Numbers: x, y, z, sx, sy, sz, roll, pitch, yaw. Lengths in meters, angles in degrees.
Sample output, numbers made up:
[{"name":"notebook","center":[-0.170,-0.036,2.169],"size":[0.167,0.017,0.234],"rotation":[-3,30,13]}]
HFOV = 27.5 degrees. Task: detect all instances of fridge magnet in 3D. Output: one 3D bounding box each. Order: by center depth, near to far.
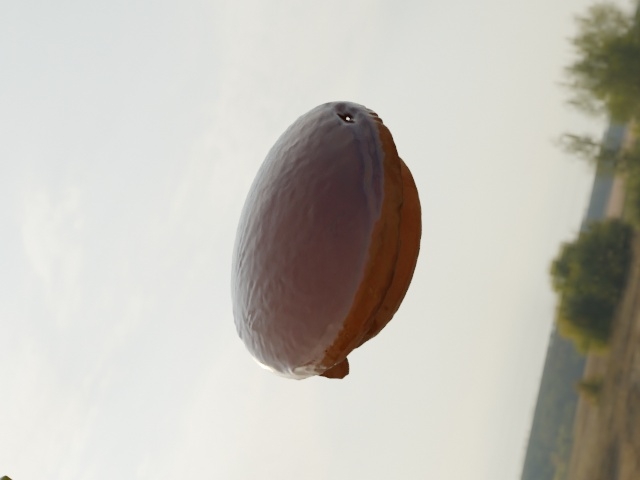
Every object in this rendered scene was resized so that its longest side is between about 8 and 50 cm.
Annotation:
[{"name":"fridge magnet","center":[0.000,0.000,1.673],"size":[0.363,0.155,0.363],"rotation":[-29,54,51]}]

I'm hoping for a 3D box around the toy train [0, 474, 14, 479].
[{"name":"toy train","center":[-0.572,0.518,2.361],"size":[0.089,0.127,0.219],"rotation":[-37,16,51]}]
